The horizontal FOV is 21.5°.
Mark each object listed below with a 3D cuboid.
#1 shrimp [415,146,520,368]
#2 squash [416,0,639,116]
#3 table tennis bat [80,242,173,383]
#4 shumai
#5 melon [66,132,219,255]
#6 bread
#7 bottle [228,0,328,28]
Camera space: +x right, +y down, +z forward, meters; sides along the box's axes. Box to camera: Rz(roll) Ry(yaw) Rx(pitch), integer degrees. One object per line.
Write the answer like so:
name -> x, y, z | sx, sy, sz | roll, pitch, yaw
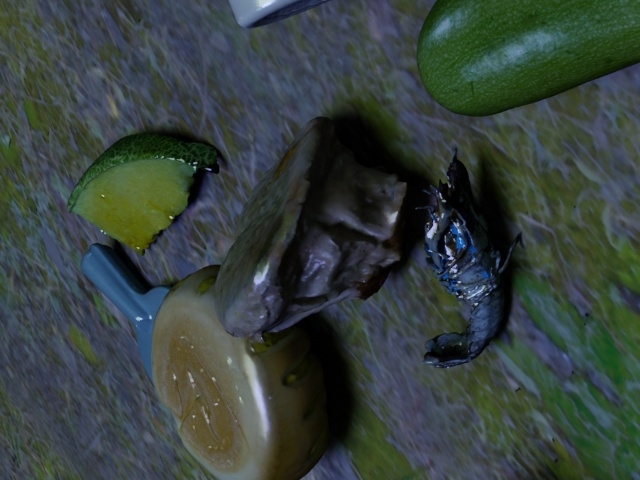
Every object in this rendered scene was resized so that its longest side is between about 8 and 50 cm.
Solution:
shrimp -> 0.110, 0.017, 1.258 | 0.082, 0.076, 0.174 | -86, -6, -57
squash -> 0.172, -0.151, 1.012 | 0.395, 0.107, 0.107 | -14, 97, 58
table tennis bat -> -0.163, 0.092, 1.706 | 0.244, 0.040, 0.153 | 45, 140, 25
shumai -> 0.000, 0.000, 1.345 | 0.120, 0.201, 0.201 | 25, 146, -11
melon -> -0.170, -0.047, 1.626 | 0.261, 0.053, 0.114 | -20, 99, 58
bread -> -0.068, 0.122, 1.521 | 0.213, 0.104, 0.213 | 30, 129, 47
bottle -> -0.058, -0.290, 1.268 | 0.104, 0.104, 0.245 | -19, 93, 57
